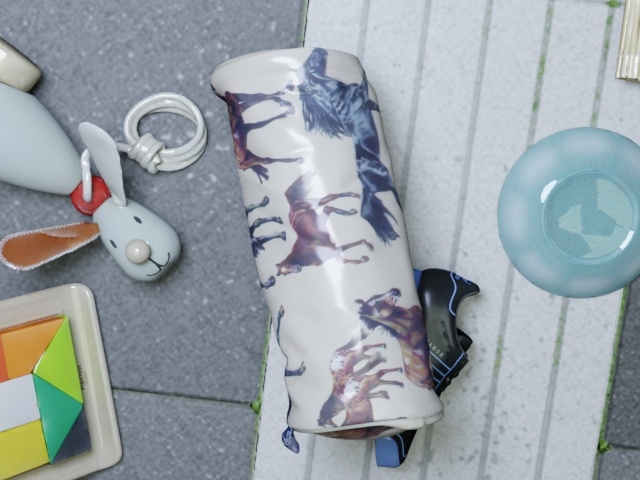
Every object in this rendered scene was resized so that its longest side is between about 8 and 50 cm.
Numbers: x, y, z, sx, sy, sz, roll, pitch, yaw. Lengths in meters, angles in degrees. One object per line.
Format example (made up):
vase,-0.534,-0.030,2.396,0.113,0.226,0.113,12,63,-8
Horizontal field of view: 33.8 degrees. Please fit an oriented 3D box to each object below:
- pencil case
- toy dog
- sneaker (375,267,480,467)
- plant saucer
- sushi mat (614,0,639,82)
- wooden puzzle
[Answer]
pencil case,0.000,0.000,1.072,0.160,0.183,0.410,-8,84,-40
toy dog,-0.293,-0.084,1.093,0.334,0.161,0.220,19,98,-3
sneaker,0.117,0.146,1.168,0.090,0.081,0.232,10,97,6
plant saucer,0.295,-0.028,1.165,0.195,0.037,0.195,0,99,-1
sushi mat,0.405,-0.314,1.104,0.151,0.019,0.316,7,93,10
wooden puzzle,-0.339,0.177,1.137,0.239,0.044,0.221,-14,100,-33
